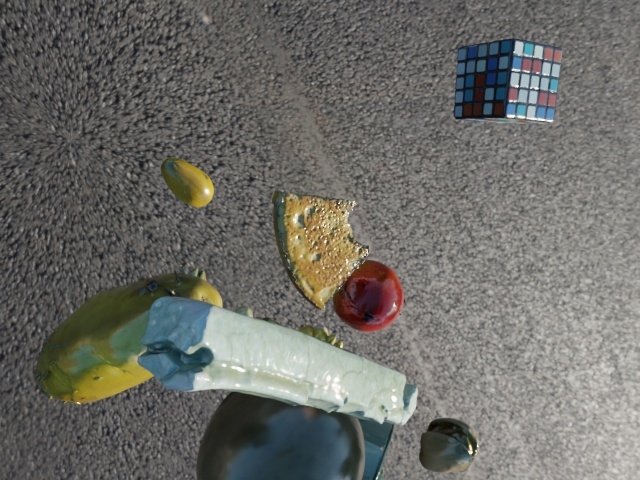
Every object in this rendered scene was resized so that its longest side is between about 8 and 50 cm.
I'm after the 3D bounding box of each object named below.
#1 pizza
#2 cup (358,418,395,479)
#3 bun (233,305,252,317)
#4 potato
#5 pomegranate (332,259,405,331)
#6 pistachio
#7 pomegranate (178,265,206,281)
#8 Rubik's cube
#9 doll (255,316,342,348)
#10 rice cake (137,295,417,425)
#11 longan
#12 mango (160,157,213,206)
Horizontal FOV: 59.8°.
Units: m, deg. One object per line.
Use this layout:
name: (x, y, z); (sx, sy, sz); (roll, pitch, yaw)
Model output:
pizza: (0.000, 0.000, 1.375); (0.223, 0.089, 0.324); (-25, 110, -16)
cup: (-0.033, 0.530, 1.400); (0.392, 0.401, 0.310); (24, 71, 10)
bun: (-0.273, 0.263, 1.907); (0.054, 0.086, 0.086); (27, 87, -40)
potato: (-0.278, 0.136, 0.795); (0.300, 0.173, 0.140); (-28, 111, 19)
pomegranate: (0.124, 0.149, 1.584); (0.235, 0.210, 0.210); (36, 81, 19)
pistachio: (0.254, 0.411, 1.107); (0.113, 0.149, 0.113); (7, 68, -18)
pomegranate: (-0.374, 0.222, 1.566); (0.235, 0.236, 0.302); (28, 47, -26)
Rubik's cube: (0.461, -0.388, 1.383); (0.184, 0.182, 0.187); (-5, 103, -30)
doll: (-0.080, 0.276, 1.597); (0.290, 0.086, 0.117); (11, 140, 0)
rice cake: (-0.008, 0.119, 0.492); (0.336, 0.066, 0.063); (30, 70, -49)
longan: (-0.070, 0.396, 1.039); (0.318, 0.319, 0.319); (-4, 101, -24)
mango: (-0.423, -0.190, 1.768); (0.195, 0.137, 0.098); (54, 44, -36)
